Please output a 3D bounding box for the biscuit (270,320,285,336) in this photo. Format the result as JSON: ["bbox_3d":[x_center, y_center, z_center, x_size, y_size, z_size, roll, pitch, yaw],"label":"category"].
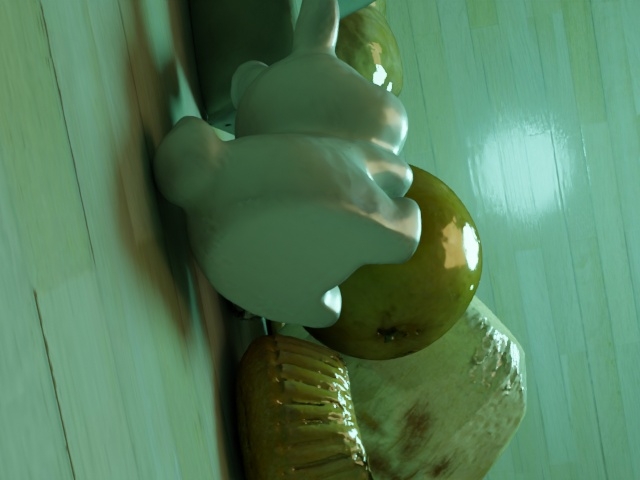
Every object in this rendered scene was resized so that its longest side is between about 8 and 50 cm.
[{"bbox_3d":[-0.062,0.196,1.509,0.224,0.033,0.145,46,34,-84],"label":"biscuit"}]

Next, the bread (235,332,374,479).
[{"bbox_3d":[-0.023,0.217,0.946,0.240,0.139,0.240,168,-90,-89],"label":"bread"}]

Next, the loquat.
[{"bbox_3d":[0.072,0.024,1.054,0.263,0.263,0.263,-10,90,-88],"label":"loquat"}]

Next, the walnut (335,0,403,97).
[{"bbox_3d":[-0.012,-0.327,1.556,0.381,0.381,0.381,-10,90,-88],"label":"walnut"}]

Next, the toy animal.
[{"bbox_3d":[-0.034,-0.108,0.848,0.241,0.196,0.368,33,40,-24],"label":"toy animal"}]

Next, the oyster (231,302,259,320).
[{"bbox_3d":[-0.092,0.037,1.055,0.125,0.064,0.177,68,11,-59],"label":"oyster"}]

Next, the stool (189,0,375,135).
[{"bbox_3d":[-0.033,-0.271,1.195,0.269,0.170,0.244,15,59,-52],"label":"stool"}]

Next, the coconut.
[{"bbox_3d":[0.102,0.236,1.282,0.344,0.415,0.415,31,45,-60],"label":"coconut"}]
